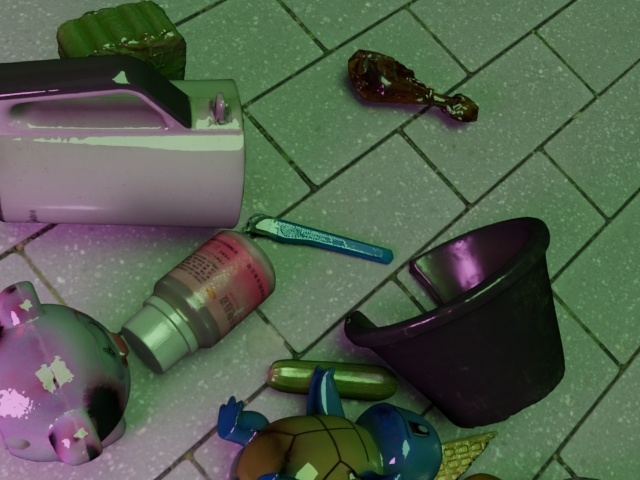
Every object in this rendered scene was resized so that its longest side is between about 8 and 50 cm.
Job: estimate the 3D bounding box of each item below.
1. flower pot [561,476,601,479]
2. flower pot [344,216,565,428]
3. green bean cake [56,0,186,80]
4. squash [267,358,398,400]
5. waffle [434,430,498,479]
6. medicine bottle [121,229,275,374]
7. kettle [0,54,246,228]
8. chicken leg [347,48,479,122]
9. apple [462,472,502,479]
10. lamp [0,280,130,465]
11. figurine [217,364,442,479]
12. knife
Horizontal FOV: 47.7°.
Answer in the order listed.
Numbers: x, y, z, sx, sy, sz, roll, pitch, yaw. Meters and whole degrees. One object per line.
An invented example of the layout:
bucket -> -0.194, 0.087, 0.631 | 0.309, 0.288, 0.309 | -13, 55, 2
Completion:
flower pot -> 0.424, 0.507, 1.151 | 0.195, 0.246, 0.246 | -41, 84, -22
flower pot -> 0.264, 0.152, 1.221 | 0.379, 0.379, 0.251 | -33, 97, -27
green bean cake -> -0.347, -0.306, 1.272 | 0.201, 0.214, 0.113 | -21, 68, -24
squash -> 0.023, 0.237, 1.235 | 0.229, 0.066, 0.066 | 8, 66, -15
waffle -> 0.253, 0.392, 1.265 | 0.153, 0.023, 0.097 | -6, 71, -20
medicine bottle -> -0.197, 0.100, 1.183 | 0.147, 0.147, 0.247 | 45, 62, 5
kettle -> -0.313, -0.158, 1.123 | 0.377, 0.361, 0.249 | -1, 72, -15
chicken leg -> 0.192, -0.309, 1.514 | 0.305, 0.093, 0.113 | 20, 45, -14
apple -> 0.271, 0.445, 1.201 | 0.099, 0.102, 0.114 | 18, 62, -4
lamp -> -0.385, 0.208, 0.985 | 0.248, 0.301, 0.247 | -19, 74, -24
figurine -> -0.012, 0.346, 1.069 | 0.417, 0.298, 0.242 | -24, 115, -15
knife -> -0.001, 0.001, 1.354 | 0.297, 0.026, 0.044 | 15, 67, -14
